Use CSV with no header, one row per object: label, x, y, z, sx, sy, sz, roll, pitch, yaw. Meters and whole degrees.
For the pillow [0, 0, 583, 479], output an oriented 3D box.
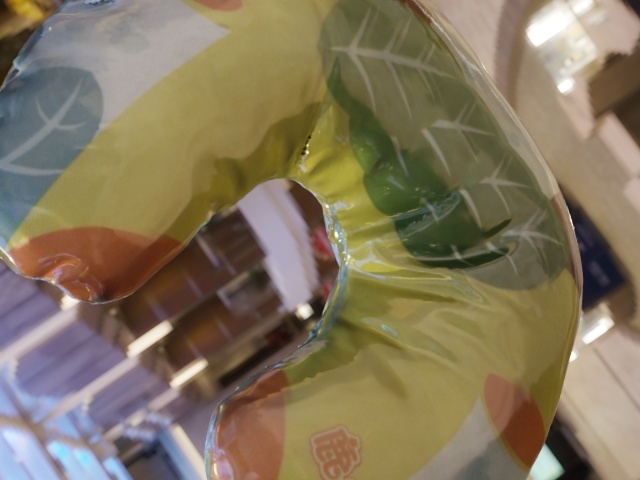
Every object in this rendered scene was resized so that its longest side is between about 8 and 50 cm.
pillow,0.000,0.000,0.500,0.086,0.214,0.233,-18,110,47
